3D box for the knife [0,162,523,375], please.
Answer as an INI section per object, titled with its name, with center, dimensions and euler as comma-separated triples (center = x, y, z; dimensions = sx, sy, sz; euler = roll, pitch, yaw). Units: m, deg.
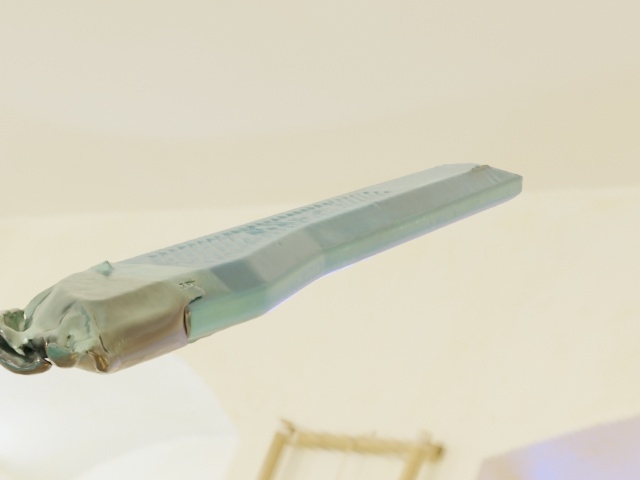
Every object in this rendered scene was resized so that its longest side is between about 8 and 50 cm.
[knife]
center = 0.000, 0.002, 0.459
dimensions = 0.044, 0.026, 0.296
euler = -3, 8, 30
